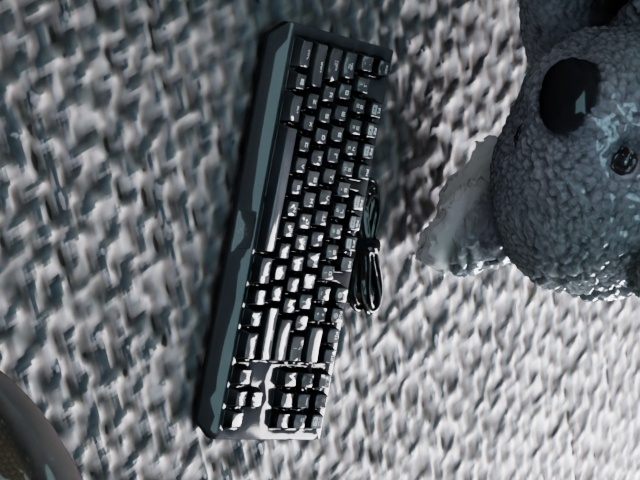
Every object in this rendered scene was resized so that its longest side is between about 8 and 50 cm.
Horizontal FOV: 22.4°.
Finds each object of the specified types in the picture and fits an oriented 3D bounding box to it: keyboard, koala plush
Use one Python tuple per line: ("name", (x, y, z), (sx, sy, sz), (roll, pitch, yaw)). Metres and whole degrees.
("keyboard", (0.000, 0.000, 0.721), (0.108, 0.023, 0.180), (7, 95, -52))
("koala plush", (0.147, -0.069, 0.759), (0.203, 0.196, 0.221), (37, 67, -60))

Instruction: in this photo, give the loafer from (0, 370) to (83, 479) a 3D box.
("loafer", (-0.151, 0.207, 0.497), (0.130, 0.133, 0.366), (-5, 104, -51))
